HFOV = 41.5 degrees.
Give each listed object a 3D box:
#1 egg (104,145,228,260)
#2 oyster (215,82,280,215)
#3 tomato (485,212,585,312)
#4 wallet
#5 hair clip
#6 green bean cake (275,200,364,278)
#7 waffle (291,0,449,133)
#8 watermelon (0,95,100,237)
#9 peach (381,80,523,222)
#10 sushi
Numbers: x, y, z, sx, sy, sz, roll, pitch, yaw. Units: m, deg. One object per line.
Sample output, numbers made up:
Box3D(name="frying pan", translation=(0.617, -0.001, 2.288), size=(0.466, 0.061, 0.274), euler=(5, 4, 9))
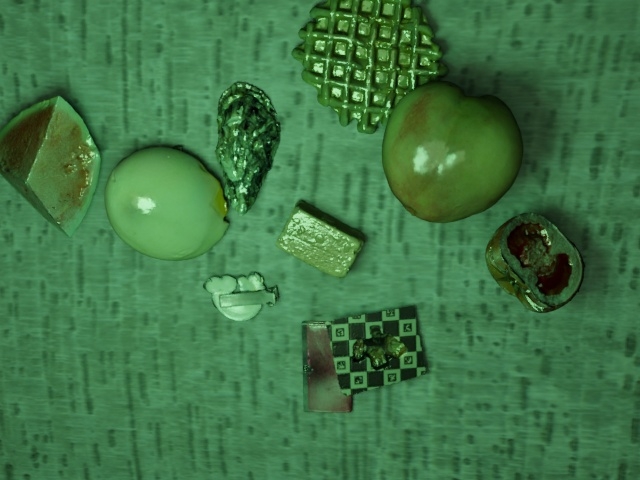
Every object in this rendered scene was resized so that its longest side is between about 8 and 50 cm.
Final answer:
Box3D(name="egg", translation=(-0.358, -0.063, 1.883), size=(0.286, 0.174, 0.264), euler=(43, 109, -10))
Box3D(name="oyster", translation=(-0.178, -0.211, 1.881), size=(0.199, 0.087, 0.252), euler=(35, 94, -4))
Box3D(name="tomato", translation=(0.444, 0.054, 1.832), size=(0.181, 0.155, 0.214), euler=(-40, 93, -20))
Box3D(name="wallet", translation=(0.016, 0.304, 2.021), size=(0.119, 0.025, 0.232), euler=(0, 106, 5))
Box3D(name="hair clip", translation=(-0.185, 0.134, 1.985), size=(0.172, 0.049, 0.116), euler=(-5, 101, 10))
Box3D(name="green bean cake", translation=(0.000, 0.000, 1.906), size=(0.179, 0.085, 0.109), euler=(29, 106, -1))
Box3D(name="waffle", translation=(0.103, -0.391, 1.799), size=(0.292, 0.056, 0.309), euler=(-34, 101, 13))
Box3D(name="watermelon", translation=(-0.608, -0.180, 1.886), size=(0.256, 0.176, 0.260), euler=(30, 85, -11))
Box3D(name="peach", translation=(0.264, -0.177, 1.738), size=(0.292, 0.247, 0.292), euler=(-1, 94, -11))
Box3D(name="sushi", translation=(0.128, 0.250, 1.979), size=(0.210, 0.040, 0.193), euler=(-13, 103, -3))
